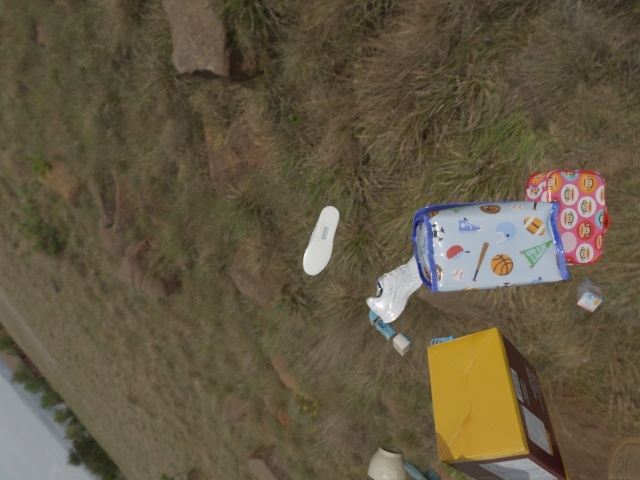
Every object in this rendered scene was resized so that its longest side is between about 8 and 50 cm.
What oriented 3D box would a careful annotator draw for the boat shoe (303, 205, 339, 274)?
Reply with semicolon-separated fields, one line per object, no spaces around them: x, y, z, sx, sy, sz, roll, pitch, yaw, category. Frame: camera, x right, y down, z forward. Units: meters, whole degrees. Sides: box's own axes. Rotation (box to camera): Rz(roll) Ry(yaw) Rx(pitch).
0.000;0.000;1.075;0.066;0.184;0.063;12;178;-2;boat shoe

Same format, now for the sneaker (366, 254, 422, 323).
0.281;0.149;1.473;0.129;0.297;0.111;38;163;-2;sneaker

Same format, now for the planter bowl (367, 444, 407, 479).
0.280;0.903;1.675;0.162;0.109;0.162;11;171;2;planter bowl

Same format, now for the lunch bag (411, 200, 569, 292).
0.432;0.007;1.153;0.328;0.385;0.238;-4;88;9;lunch bag

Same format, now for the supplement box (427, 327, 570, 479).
0.294;0.287;0.697;0.129;0.191;0.194;-27;128;32;supplement box

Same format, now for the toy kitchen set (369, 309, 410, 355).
0.306;0.310;1.616;0.207;0.166;0.122;45;168;27;toy kitchen set

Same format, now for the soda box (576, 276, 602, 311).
1.008;0.201;1.549;0.058;0.183;0.062;32;117;20;soda box

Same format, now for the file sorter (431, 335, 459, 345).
0.583;0.502;1.864;0.105;0.170;0.118;-15;66;34;file sorter

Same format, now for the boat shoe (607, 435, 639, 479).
0.633;0.537;0.736;0.110;0.340;0.121;13;146;-20;boat shoe

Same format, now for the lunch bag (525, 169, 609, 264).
0.766;-0.070;1.267;0.120;0.259;0.292;-162;73;-78;lunch bag

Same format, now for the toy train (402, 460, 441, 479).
0.172;0.443;0.566;0.190;0.142;0.333;33;158;44;toy train
